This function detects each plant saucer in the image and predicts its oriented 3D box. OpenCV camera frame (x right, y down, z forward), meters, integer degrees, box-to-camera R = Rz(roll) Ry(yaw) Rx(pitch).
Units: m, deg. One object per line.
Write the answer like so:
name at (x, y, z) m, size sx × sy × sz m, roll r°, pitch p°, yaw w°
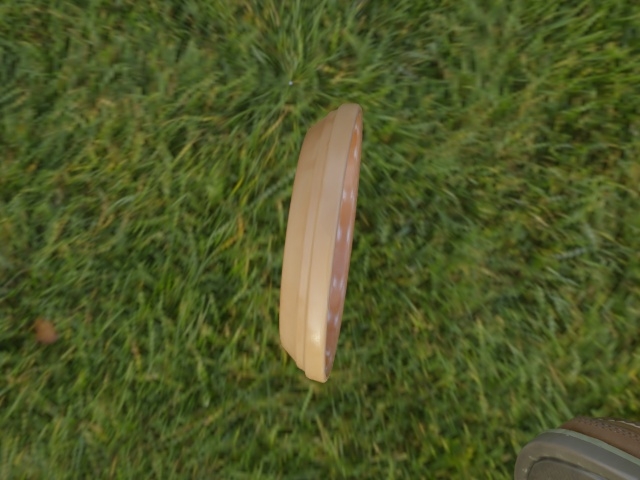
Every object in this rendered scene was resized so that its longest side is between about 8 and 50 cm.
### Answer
plant saucer at (0.000, 0.000, 1.041) m, size 0.037 × 0.200 × 0.199 m, roll 7°, pitch 96°, yaw 5°

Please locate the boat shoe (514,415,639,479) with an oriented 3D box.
boat shoe at (0.234, 0.161, 0.655) m, size 0.307 × 0.104 × 0.110 m, roll 31°, pitch 140°, yaw 29°
